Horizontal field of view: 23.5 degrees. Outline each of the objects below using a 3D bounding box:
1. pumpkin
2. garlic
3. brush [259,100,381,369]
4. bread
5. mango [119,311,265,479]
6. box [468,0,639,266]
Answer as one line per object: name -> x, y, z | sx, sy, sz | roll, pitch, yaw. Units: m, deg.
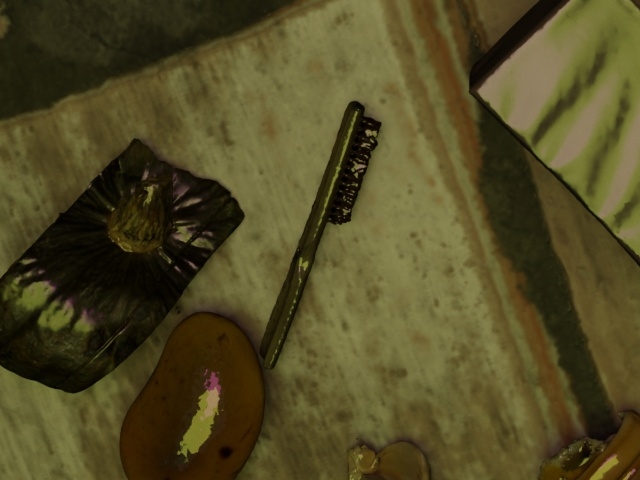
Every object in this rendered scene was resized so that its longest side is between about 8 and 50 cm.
pumpkin -> -0.193, 0.034, 1.329 | 0.131, 0.126, 0.248 | 41, 102, -3
garlic -> 0.064, 0.236, 1.358 | 0.074, 0.094, 0.113 | 17, 99, -37
brush -> 0.000, 0.000, 1.340 | 0.036, 0.043, 0.248 | 19, 103, -3
bread -> 0.272, 0.228, 1.327 | 0.177, 0.084, 0.119 | 42, 103, -6
mango -> -0.108, 0.155, 1.362 | 0.115, 0.090, 0.178 | 30, 95, 9
box -> 0.252, -0.092, 1.217 | 0.153, 0.188, 0.252 | -43, 95, 12
